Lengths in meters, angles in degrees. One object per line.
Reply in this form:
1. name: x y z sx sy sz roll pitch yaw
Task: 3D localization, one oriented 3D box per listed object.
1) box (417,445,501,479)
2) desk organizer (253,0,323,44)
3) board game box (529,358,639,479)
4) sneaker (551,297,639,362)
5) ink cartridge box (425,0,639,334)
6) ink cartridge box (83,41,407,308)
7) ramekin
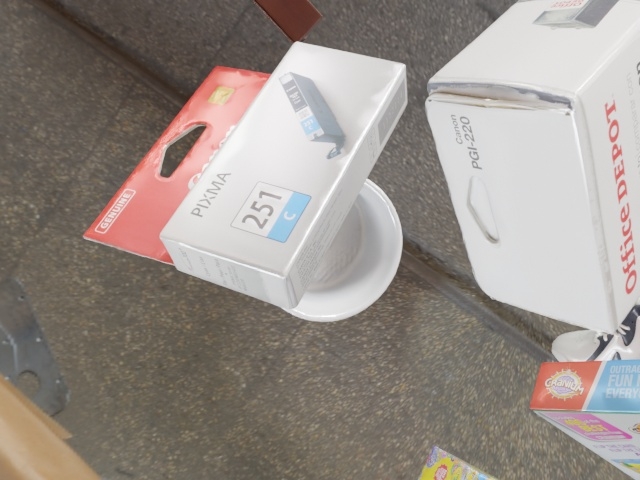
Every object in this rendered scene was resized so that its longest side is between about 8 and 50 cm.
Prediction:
1. box: 0.339 0.675 1.651 0.279 0.177 0.290 31 82 -15
2. desk organizer: -0.053 -0.303 0.881 0.130 0.047 0.050 46 116 -8
3. board game box: 0.443 0.237 0.846 0.242 0.316 0.064 -16 45 54
4. sneaker: 0.425 0.111 1.004 0.235 0.094 0.153 2 118 47
5. ink cartridge box: 0.173 -0.078 0.429 0.218 0.158 0.092 -43 38 -24
6. ink cartridge box: -0.081 -0.095 0.774 0.261 0.066 0.296 16 58 21
7. ramekin: 0.000 0.000 1.351 0.277 0.135 0.277 -3 103 -16
